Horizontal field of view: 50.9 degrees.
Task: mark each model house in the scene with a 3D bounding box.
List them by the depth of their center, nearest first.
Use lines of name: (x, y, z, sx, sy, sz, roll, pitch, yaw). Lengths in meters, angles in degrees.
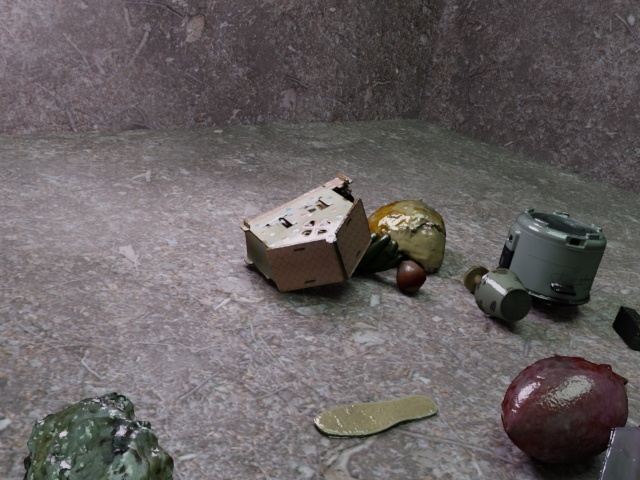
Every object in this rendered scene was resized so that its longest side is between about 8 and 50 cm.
model house: (0.000, 0.000, 1.600, 0.326, 0.169, 0.244, -27, 33, -20)

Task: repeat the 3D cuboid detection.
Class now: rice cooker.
rice cooker: (0.582, 0.052, 1.707, 0.241, 0.226, 0.280, 10, 20, -6)

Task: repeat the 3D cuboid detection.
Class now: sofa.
sofa: (0.750, 0.211, 1.618, 0.039, 0.060, 0.118, 16, 21, -3)

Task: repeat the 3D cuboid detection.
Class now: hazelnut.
hazelnut: (0.222, 0.088, 1.663, 0.087, 0.086, 0.086, 9, 22, -4)

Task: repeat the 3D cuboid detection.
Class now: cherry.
cherry: (0.398, 0.285, 1.131, 0.250, 0.175, 0.192, -8, 19, -35)

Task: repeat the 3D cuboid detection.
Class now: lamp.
lamp: (0.423, 0.120, 1.625, 0.121, 0.121, 0.214, 5, 13, -12)

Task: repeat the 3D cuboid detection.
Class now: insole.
insole: (0.102, 0.303, 1.171, 0.248, 0.011, 0.081, -4, 25, -31)

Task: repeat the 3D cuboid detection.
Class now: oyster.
oyster: (-0.284, 0.303, 0.870, 0.199, 0.112, 0.268, -7, 31, -36)

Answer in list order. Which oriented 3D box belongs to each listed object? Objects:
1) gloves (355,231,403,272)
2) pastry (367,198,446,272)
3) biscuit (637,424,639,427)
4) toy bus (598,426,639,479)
gloves: (0.097, 0.026, 1.728, 0.268, 0.107, 0.135, 7, 6, 44)
pastry: (0.239, -0.037, 1.860, 0.237, 0.170, 0.256, 16, 17, 6)
biscuit: (0.635, 0.381, 1.078, 0.268, 0.115, 0.366, 28, 27, 37)
toy bus: (0.405, 0.387, 0.861, 0.138, 0.112, 0.317, 12, 40, 31)
